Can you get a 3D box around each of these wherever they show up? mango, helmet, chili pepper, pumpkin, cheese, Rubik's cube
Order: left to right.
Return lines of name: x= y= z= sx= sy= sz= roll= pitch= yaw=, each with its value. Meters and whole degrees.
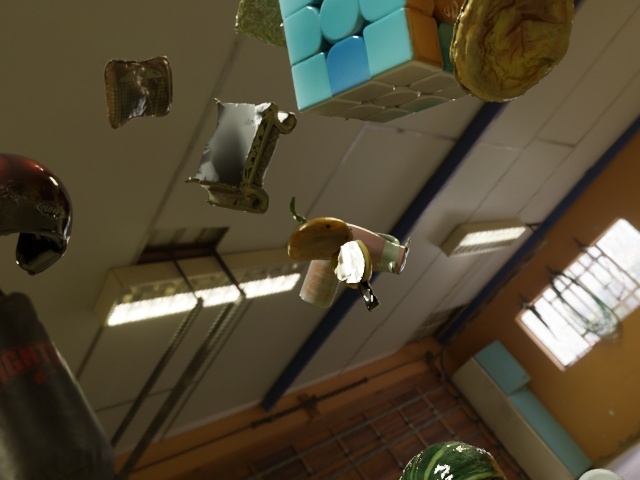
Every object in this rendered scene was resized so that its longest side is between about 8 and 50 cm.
helmet: x=-0.514 y=-0.046 z=0.981 sx=0.189 sy=0.216 sz=0.193 roll=27 pitch=-101 yaw=-66
chili pepper: x=-0.054 y=-0.067 z=1.391 sx=0.030 sy=0.083 sz=0.017 roll=-31 pitch=-34 yaw=-2
mango: x=0.001 y=-0.003 z=1.554 sx=0.178 sy=0.090 sz=0.115 roll=-1 pitch=-75 yaw=-15
cheese: x=0.080 y=0.076 z=1.224 sx=0.086 sy=0.162 sz=0.036 roll=-36 pitch=-40 yaw=12
Rubik's cube: x=0.127 y=-0.416 z=1.175 sx=0.290 sy=0.291 sz=0.291 roll=-11 pitch=-3 yaw=43
pumpkin: x=0.190 y=0.392 z=0.834 sx=0.152 sy=0.211 sz=0.211 roll=13 pitch=-54 yaw=-39

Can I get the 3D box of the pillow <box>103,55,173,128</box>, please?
pillow: x=-0.375 y=-0.315 z=1.246 sx=0.211 sy=0.034 sz=0.135 roll=-42 pitch=-42 yaw=-60

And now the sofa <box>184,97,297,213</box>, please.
sofa: x=-0.170 y=-0.199 z=1.425 sx=0.182 sy=0.200 sz=0.258 roll=28 pitch=-103 yaw=-52

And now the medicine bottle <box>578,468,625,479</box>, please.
medicine bottle: x=0.580 y=0.607 z=1.273 sx=0.110 sy=0.110 sz=0.352 roll=-31 pitch=-42 yaw=-16

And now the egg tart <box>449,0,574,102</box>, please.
egg tart: x=0.306 y=-0.345 z=0.984 sx=0.241 sy=0.106 sz=0.241 roll=-13 pitch=-57 yaw=-21

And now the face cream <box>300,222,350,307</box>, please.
face cream: x=0.024 y=0.064 z=1.720 sx=0.101 sy=0.101 sz=0.251 roll=-4 pitch=-61 yaw=-50

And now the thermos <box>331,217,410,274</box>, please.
thermos: x=0.137 y=0.024 z=1.850 sx=0.176 sy=0.265 sz=0.146 roll=-62 pitch=-18 yaw=-52

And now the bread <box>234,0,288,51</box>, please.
bread: x=-0.117 y=-0.510 z=1.313 sx=0.172 sy=0.232 sz=0.064 roll=-25 pitch=15 yaw=4
